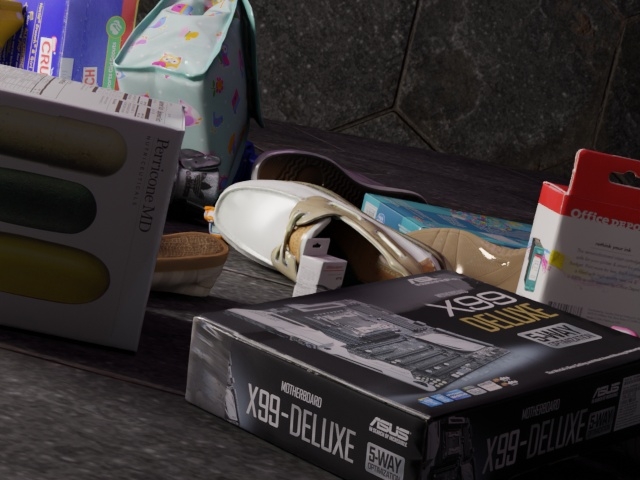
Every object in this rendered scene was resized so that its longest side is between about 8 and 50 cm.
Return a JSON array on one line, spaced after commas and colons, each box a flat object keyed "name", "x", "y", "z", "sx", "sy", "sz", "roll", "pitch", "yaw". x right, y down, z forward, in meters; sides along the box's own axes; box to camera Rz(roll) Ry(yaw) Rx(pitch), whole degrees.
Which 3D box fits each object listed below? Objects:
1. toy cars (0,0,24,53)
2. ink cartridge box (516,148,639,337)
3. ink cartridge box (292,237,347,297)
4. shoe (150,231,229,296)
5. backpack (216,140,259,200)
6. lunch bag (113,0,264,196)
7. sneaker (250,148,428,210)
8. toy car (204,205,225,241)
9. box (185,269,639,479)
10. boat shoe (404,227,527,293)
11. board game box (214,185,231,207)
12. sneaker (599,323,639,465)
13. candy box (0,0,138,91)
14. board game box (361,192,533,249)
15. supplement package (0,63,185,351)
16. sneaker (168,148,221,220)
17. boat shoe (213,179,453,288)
[{"name": "toy cars", "x": -0.578, "y": -0.223, "z": 2.224, "sx": 0.393, "sy": 0.087, "sz": 0.176, "roll": -18, "pitch": -7, "yaw": -16}, {"name": "ink cartridge box", "x": 0.294, "y": 0.020, "z": 1.784, "sx": 0.134, "sy": 0.231, "sz": 0.078, "roll": 11, "pitch": 9, "yaw": -13}, {"name": "ink cartridge box", "x": -0.001, "y": 0.041, "z": 1.702, "sx": 0.028, "sy": 0.083, "sz": 0.048, "roll": 18, "pitch": 10, "yaw": 30}, {"name": "shoe", "x": -0.191, "y": 0.026, "z": 1.647, "sx": 0.219, "sy": 0.058, "sz": 0.076, "roll": 3, "pitch": 33, "yaw": -33}, {"name": "backpack", "x": -0.136, "y": -0.107, "z": 2.423, "sx": 0.101, "sy": 0.098, "sz": 0.120, "roll": 18, "pitch": 8, "yaw": 9}, {"name": "lunch bag", "x": -0.165, "y": -0.223, "z": 2.297, "sx": 0.160, "sy": 0.223, "sz": 0.262, "roll": 8, "pitch": 42, "yaw": 14}, {"name": "sneaker", "x": 0.007, "y": -0.058, "z": 2.358, "sx": 0.290, "sy": 0.106, "sz": 0.123, "roll": 19, "pitch": -2, "yaw": -33}, {"name": "toy car", "x": -0.088, "y": -0.008, "z": 2.038, "sx": 0.122, "sy": 0.041, "sz": 0.060, "roll": 16, "pitch": -11, "yaw": 29}, {"name": "box", "x": 0.088, "y": 0.106, "z": 1.309, "sx": 0.242, "sy": 0.077, "sz": 0.307, "roll": 21, "pitch": 20, "yaw": 41}, {"name": "boat shoe", "x": 0.206, "y": 0.051, "z": 1.941, "sx": 0.285, "sy": 0.103, "sz": 0.092, "roll": 4, "pitch": -22, "yaw": 30}, {"name": "board game box", "x": -0.067, "y": -0.033, "z": 2.112, "sx": 0.126, "sy": 0.026, "sz": 0.186, "roll": 21, "pitch": -4, "yaw": -7}, {"name": "sneaker", "x": 0.271, "y": 0.138, "z": 1.408, "sx": 0.252, "sy": 0.111, "sz": 0.103, "roll": -9, "pitch": -34, "yaw": 32}, {"name": "candy box", "x": -0.395, "y": -0.243, "z": 2.343, "sx": 0.122, "sy": 0.268, "sz": 0.317, "roll": 2, "pitch": 14, "yaw": -36}, {"name": "board game box", "x": 0.240, "y": 0.025, "z": 2.185, "sx": 0.336, "sy": 0.079, "sz": 0.254, "roll": 11, "pitch": 9, "yaw": -15}, {"name": "supplement package", "x": -0.265, "y": -0.042, "z": 1.456, "sx": 0.262, "sy": 0.199, "sz": 0.198, "roll": 12, "pitch": 9, "yaw": -7}, {"name": "sneaker", "x": -0.206, "y": -0.080, "z": 2.114, "sx": 0.153, "sy": 0.101, "sz": 0.268, "roll": 10, "pitch": 6, "yaw": 0}, {"name": "boat shoe", "x": 0.000, "y": 0.000, "z": 1.878, "sx": 0.302, "sy": 0.113, "sz": 0.103, "roll": 18, "pitch": 4, "yaw": 25}]
